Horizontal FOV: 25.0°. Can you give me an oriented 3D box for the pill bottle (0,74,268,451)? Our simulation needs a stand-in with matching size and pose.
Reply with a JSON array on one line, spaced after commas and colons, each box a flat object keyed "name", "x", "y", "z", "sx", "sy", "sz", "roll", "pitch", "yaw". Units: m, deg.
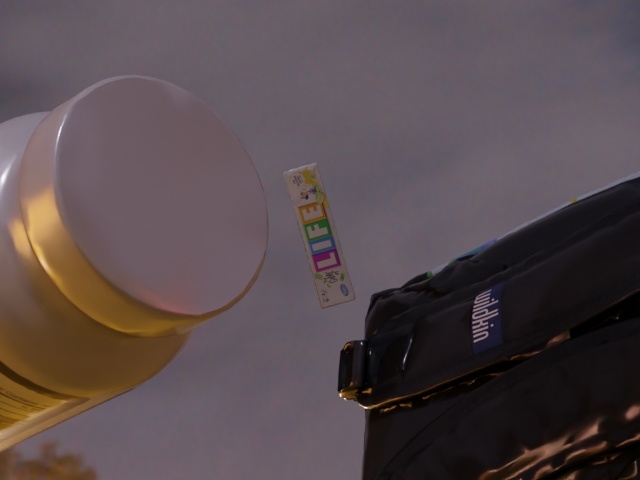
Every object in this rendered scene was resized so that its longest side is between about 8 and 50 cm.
[{"name": "pill bottle", "x": -0.214, "y": 0.031, "z": 1.057, "sx": 0.210, "sy": 0.210, "sz": 0.363, "roll": 17, "pitch": -31, "yaw": -38}]

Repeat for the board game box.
[{"name": "board game box", "x": 0.000, "y": 0.000, "z": 1.110, "sx": 0.026, "sy": 0.103, "sz": 0.154, "roll": -16, "pitch": -3, "yaw": 0}]

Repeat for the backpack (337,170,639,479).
[{"name": "backpack", "x": 0.209, "y": 0.080, "z": 0.710, "sx": 0.273, "sy": 0.290, "sz": 0.355, "roll": 29, "pitch": -53, "yaw": -25}]
